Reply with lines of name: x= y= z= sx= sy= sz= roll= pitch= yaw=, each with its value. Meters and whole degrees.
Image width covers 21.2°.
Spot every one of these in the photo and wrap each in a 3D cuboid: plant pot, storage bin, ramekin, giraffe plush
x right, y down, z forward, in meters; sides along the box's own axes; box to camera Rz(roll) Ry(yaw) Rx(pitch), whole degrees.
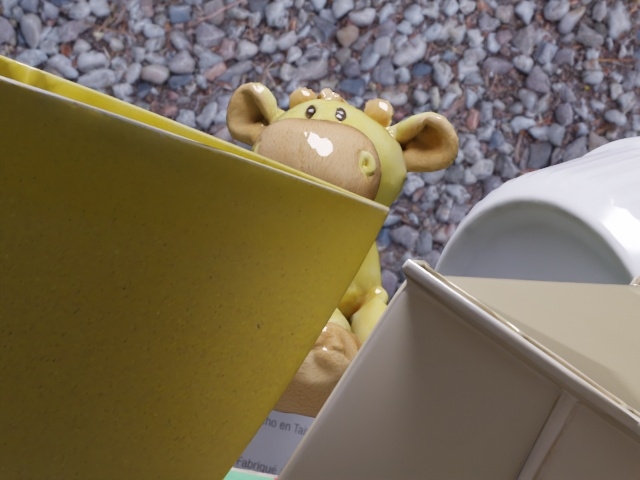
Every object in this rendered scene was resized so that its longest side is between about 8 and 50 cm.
plant pot: x=-0.145 y=0.026 z=0.549 sx=0.212 sy=0.187 sz=0.212 roll=24 pitch=5 yaw=42
storage bin: x=0.141 y=0.125 z=0.563 sx=0.260 sy=0.123 sz=0.262 roll=36 pitch=12 yaw=23
ramekin: x=0.176 y=0.073 z=1.043 sx=0.127 sy=0.272 sz=0.273 roll=-6 pitch=13 yaw=-36
giraffe plush: x=0.000 y=0.000 z=0.956 sx=0.181 sy=0.170 sz=0.210 roll=12 pitch=3 yaw=-14

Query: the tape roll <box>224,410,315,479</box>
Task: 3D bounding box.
tape roll: x=-0.048 y=0.124 z=0.832 sx=0.321 sy=0.077 sz=0.321 roll=13 pitch=3 yaw=-1

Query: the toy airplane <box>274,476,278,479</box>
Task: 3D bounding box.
toy airplane: x=-0.047 y=0.114 z=0.634 sx=0.151 sy=0.028 sz=0.151 roll=8 pitch=40 yaw=-7
